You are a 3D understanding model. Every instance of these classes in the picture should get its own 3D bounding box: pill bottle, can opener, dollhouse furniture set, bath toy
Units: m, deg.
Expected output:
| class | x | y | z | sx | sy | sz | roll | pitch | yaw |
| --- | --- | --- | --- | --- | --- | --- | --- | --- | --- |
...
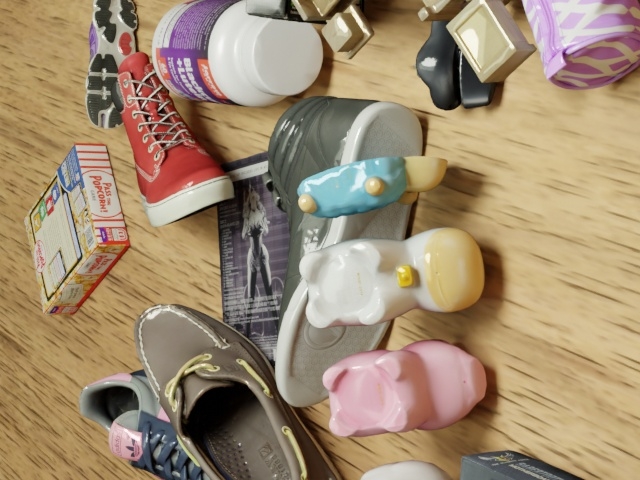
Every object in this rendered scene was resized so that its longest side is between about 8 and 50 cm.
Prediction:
| class | x | y | z | sx | sy | sz | roll | pitch | yaw |
| --- | --- | --- | --- | --- | --- | --- | --- | --- | --- |
| pill bottle | -0.081 | -0.189 | 1.589 | 0.193 | 0.108 | 0.108 | 12 | 100 | 57 |
| can opener | 0.114 | -0.201 | 1.348 | 0.059 | 0.073 | 0.186 | 46 | -137 | -81 |
| dollhouse furniture set | 0.089 | -0.180 | 1.292 | 0.161 | 0.101 | 0.182 | -42 | 70 | 37 |
| bath toy | 0.072 | 0.105 | 1.340 | 0.151 | 0.129 | 0.348 | -5 | 90 | 20 |

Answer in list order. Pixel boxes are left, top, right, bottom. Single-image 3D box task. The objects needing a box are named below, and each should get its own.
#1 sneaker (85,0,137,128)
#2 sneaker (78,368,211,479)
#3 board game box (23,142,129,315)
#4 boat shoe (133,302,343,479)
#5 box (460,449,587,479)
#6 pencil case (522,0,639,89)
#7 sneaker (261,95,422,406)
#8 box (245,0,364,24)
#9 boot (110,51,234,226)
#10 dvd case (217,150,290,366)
| class | x | y | z | sx | sy | sz | roll | pitch | yaw |
| --- | --- | --- | --- | --- | --- | --- | --- | --- | --- |
| sneaker | -0.251 | -0.214 | 1.915 | 0.071 | 0.068 | 0.170 | 150 | 125 | -70 |
| sneaker | -0.149 | 0.228 | 1.672 | 0.319 | 0.131 | 0.112 | 28 | 112 | 54 |
| board game box | -0.313 | -0.012 | 2.008 | 0.193 | 0.045 | 0.146 | -44 | 54 | 48 |
| boat shoe | -0.094 | 0.167 | 1.556 | 0.116 | 0.097 | 0.324 | -42 | 57 | 2 |
| box | 0.175 | 0.299 | 1.235 | 0.183 | 0.059 | 0.232 | 15 | 103 | 56 |
| pencil case | 0.181 | -0.214 | 1.201 | 0.086 | 0.088 | 0.206 | -41 | 57 | 42 |
| sneaker | 0.000 | 0.000 | 1.476 | 0.147 | 0.105 | 0.295 | 32 | 110 | 55 |
| box | -0.005 | -0.285 | 1.410 | 0.045 | 0.191 | 0.184 | 9 | 97 | 21 |
| boot | -0.166 | -0.111 | 1.663 | 0.244 | 0.088 | 0.176 | -163 | 56 | -72 |
| dvd case | -0.060 | 0.021 | 1.639 | 0.164 | 0.018 | 0.221 | -11 | 82 | 58 |
